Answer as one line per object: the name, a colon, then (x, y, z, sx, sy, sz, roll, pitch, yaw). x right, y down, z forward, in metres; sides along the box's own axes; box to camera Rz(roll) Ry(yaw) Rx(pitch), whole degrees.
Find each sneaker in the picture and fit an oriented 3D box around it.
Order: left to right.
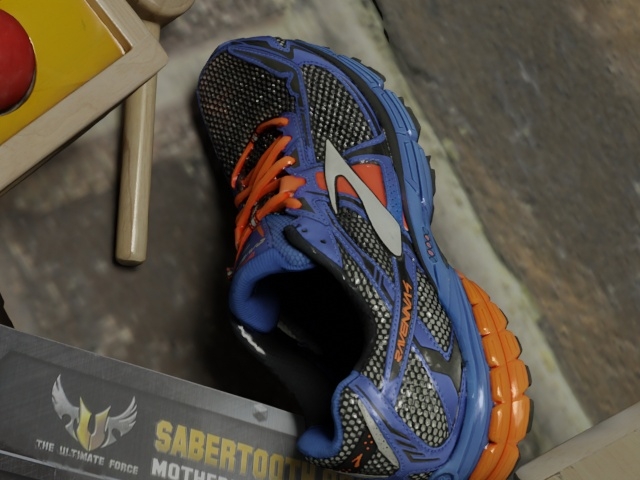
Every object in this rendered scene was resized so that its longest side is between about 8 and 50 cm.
sneaker: (0.000, 0.000, 0.623, 0.087, 0.083, 0.221, 2, 45, -38)

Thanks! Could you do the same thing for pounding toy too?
pounding toy: (-0.108, -0.071, 0.600, 0.181, 0.094, 0.206, 52, 51, -7)

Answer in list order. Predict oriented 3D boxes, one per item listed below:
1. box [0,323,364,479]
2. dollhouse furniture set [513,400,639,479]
box: (-0.044, 0.148, 0.581, 0.231, 0.056, 0.183, 20, 60, -29)
dollhouse furniture set: (0.159, 0.246, 0.656, 0.286, 0.198, 0.303, -25, 130, -19)
